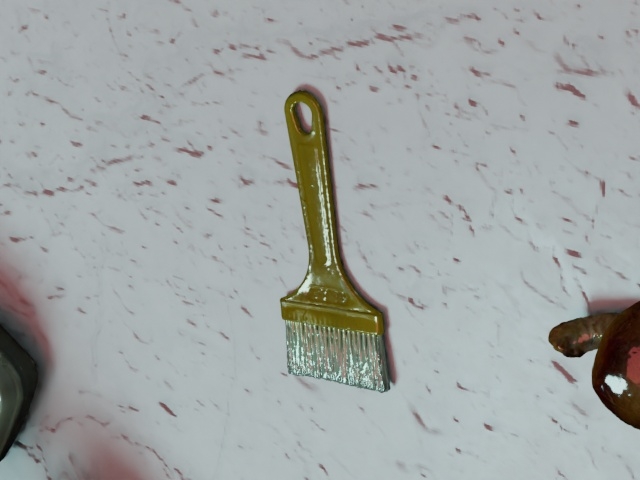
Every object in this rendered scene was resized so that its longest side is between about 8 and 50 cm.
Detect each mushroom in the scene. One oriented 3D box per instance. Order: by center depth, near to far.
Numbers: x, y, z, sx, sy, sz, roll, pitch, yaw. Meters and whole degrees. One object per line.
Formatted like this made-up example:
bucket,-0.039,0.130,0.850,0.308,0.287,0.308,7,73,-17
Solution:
mushroom,0.184,0.071,1.116,0.129,0.072,0.088,-4,142,43

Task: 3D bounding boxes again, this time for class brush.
brush,0.000,0.000,1.270,0.083,0.011,0.205,8,115,37

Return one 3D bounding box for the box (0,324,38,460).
box,-0.332,0.096,1.502,0.210,0.129,0.148,42,130,16
